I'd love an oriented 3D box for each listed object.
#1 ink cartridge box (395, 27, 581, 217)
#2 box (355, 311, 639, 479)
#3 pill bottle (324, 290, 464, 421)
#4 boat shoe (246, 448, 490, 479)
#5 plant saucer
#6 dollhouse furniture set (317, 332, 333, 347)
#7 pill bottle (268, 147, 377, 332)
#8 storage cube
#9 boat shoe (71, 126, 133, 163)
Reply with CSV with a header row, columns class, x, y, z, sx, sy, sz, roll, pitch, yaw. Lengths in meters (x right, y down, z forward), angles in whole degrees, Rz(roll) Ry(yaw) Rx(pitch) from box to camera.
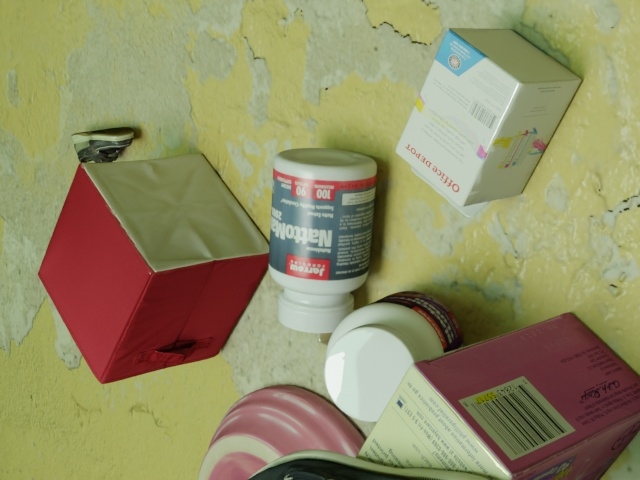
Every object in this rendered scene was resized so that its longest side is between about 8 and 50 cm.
class,x,y,z,sx,sy,sz,roll,pitch,yaw
ink cartridge box,0.142,-0.102,0.867,0.092,0.090,0.143,46,129,32
box,0.136,0.204,0.845,0.117,0.213,0.243,48,129,30
pill bottle,0.067,0.107,0.900,0.108,0.193,0.108,1,93,16
boat shoe,-0.002,0.240,0.759,0.340,0.113,0.127,-9,92,49
plant saucer,-0.043,0.343,1.168,0.332,0.084,0.332,13,108,46
dollhouse furniture set,0.019,0.139,1.058,0.114,0.081,0.091,21,113,43
pill bottle,0.000,0.000,1.031,0.108,0.108,0.180,19,112,44
storage cube,-0.203,0.029,1.203,0.215,0.183,0.193,52,130,28
boat shoe,-0.301,-0.131,1.375,0.152,0.056,0.049,7,108,56
